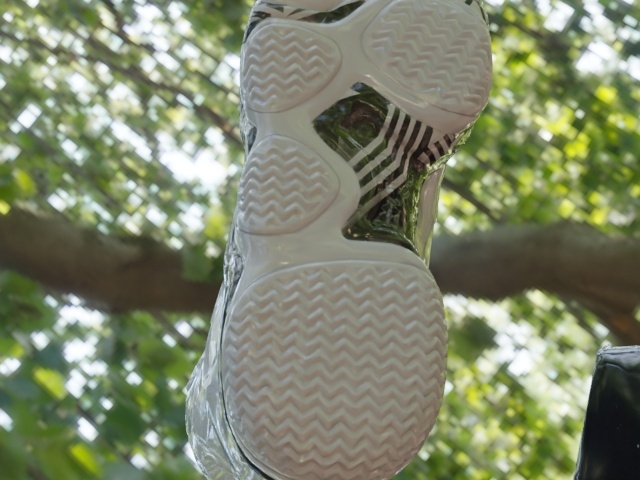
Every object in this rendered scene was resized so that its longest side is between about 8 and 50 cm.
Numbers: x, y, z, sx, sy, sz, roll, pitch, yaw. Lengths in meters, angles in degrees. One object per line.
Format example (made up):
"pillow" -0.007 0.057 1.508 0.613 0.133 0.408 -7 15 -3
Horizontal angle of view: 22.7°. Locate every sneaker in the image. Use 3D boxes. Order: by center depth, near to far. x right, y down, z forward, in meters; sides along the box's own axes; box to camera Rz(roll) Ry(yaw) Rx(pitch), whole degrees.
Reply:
"sneaker" 0.000 0.000 0.903 0.210 0.137 0.365 113 167 -57

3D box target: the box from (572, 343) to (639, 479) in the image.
"box" 0.336 0.270 1.097 0.313 0.179 0.343 15 -100 -19
